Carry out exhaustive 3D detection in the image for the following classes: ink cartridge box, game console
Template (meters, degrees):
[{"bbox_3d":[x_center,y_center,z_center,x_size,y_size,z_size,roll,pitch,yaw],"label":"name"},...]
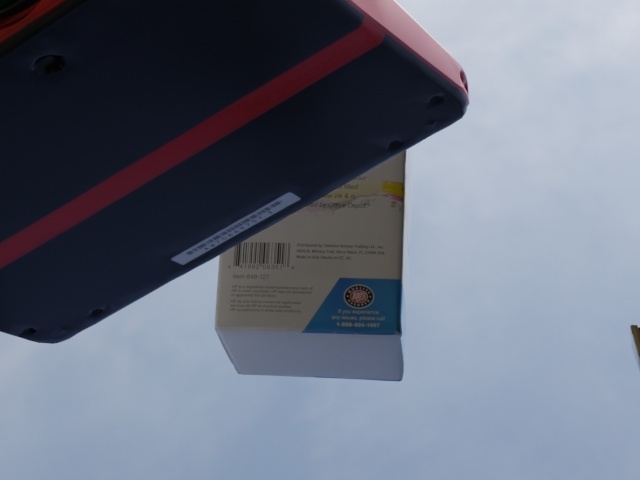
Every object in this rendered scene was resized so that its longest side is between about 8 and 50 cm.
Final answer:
[{"bbox_3d":[0.000,0.000,1.417,0.171,0.168,0.232,2,-110,6],"label":"ink cartridge box"},{"bbox_3d":[-0.132,-0.064,0.925,0.387,0.342,0.060,-28,-115,19],"label":"game console"}]

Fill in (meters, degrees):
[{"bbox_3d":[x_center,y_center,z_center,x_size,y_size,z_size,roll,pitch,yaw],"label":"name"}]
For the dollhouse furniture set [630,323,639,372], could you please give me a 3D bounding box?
[{"bbox_3d":[0.354,0.094,1.170,0.182,0.101,0.161,-12,-135,3],"label":"dollhouse furniture set"}]
